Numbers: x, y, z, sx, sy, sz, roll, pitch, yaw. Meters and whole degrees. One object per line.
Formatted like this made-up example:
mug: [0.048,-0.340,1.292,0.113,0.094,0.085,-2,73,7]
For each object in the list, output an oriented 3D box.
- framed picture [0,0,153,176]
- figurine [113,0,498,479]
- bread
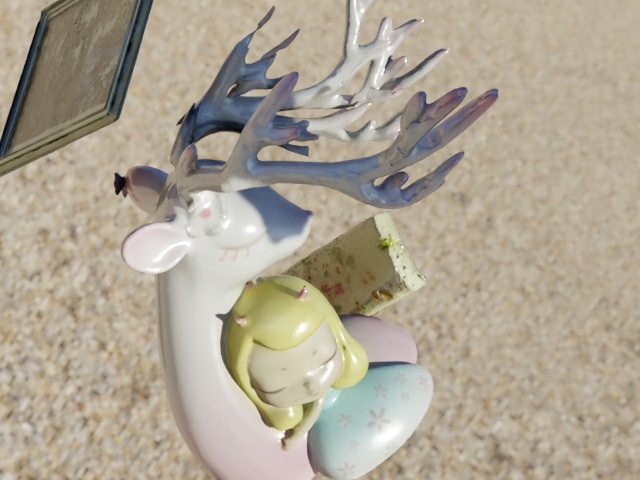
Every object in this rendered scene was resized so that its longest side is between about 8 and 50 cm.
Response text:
framed picture: [-0.167,-0.125,0.992,0.011,0.183,0.141,25,67,-31]
figurine: [-0.007,-0.006,1.000,0.206,0.284,0.315,-112,177,-50]
bread: [0.018,0.035,1.157,0.028,0.154,0.068,-19,81,-43]
